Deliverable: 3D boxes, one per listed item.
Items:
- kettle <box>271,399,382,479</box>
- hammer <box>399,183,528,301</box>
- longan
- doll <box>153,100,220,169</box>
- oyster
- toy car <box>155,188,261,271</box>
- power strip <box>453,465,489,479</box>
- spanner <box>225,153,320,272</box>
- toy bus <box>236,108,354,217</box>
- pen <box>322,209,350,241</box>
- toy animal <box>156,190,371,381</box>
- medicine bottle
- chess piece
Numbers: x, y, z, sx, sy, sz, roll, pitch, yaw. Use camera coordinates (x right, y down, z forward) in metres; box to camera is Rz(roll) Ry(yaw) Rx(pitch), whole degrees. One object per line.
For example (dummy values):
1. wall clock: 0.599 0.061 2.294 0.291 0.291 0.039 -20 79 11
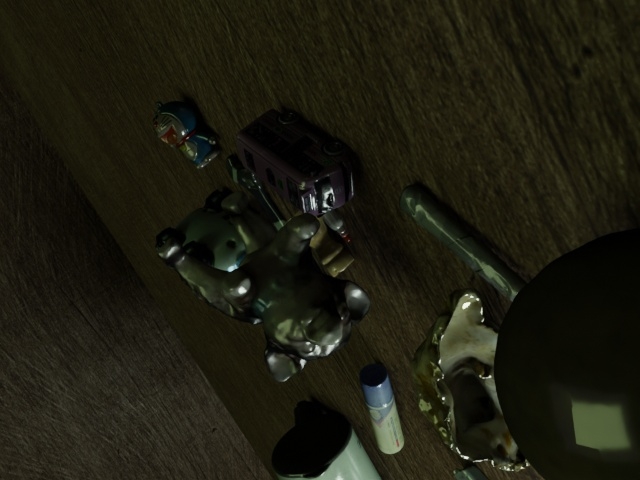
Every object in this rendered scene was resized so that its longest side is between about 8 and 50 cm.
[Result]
1. kettle: 0.043 0.638 1.663 0.361 0.250 0.377 -104 -10 -72
2. hammer: 0.241 0.081 0.712 0.427 0.044 0.152 43 153 26
3. longan: 0.261 0.106 0.493 0.248 0.248 0.248 42 154 26
4. doll: -0.266 -0.211 1.230 0.114 0.085 0.152 -27 109 43
5. oyster: 0.201 0.201 0.836 0.110 0.166 0.341 16 158 43
6. toy car: -0.203 0.027 1.302 0.255 0.188 0.190 22 147 48
7. power strip: 0.336 0.497 1.115 0.253 0.027 0.060 46 154 18
8. spanner: -0.076 -0.034 1.185 0.316 0.024 0.087 56 151 -2
9. toy bus: -0.037 -0.109 0.908 0.178 0.098 0.087 38 151 33
10. pen: -0.020 -0.086 1.002 0.218 0.026 0.026 52 157 4
11. toy animal: -0.054 0.090 0.970 0.303 0.194 0.344 54 165 -28
12. medicine bottle: 0.124 0.340 1.263 0.059 0.059 0.231 31 148 43
13. chess piece: 0.000 0.000 1.040 0.122 0.066 0.066 50 157 -3
